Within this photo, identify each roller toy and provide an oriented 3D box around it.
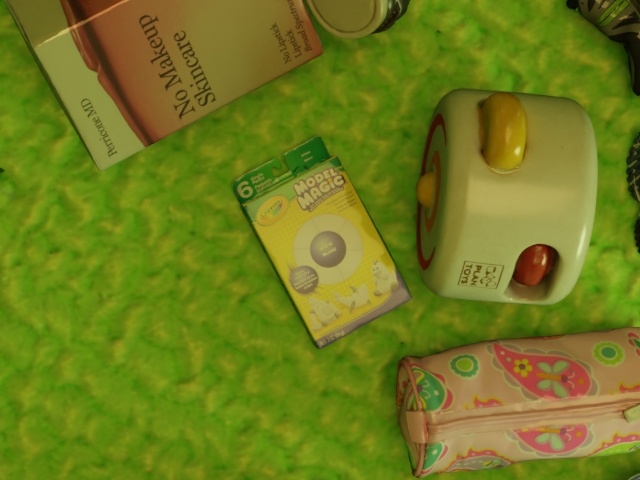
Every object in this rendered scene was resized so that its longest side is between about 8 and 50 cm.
[{"bbox_3d":[0.159,-0.040,1.490,0.146,0.209,0.191,5,96,-6],"label":"roller toy"}]

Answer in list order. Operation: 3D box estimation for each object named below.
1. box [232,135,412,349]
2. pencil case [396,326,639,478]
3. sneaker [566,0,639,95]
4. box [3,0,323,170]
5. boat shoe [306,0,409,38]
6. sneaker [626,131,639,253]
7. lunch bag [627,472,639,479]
[{"bbox_3d":[0.000,0.000,1.552,0.105,0.043,0.179,-29,92,-6],"label":"box"},{"bbox_3d":[0.213,0.149,1.540,0.284,0.124,0.124,-5,91,-6],"label":"pencil case"},{"bbox_3d":[0.279,-0.224,1.577,0.078,0.067,0.188,-21,95,15],"label":"sneaker"},{"bbox_3d":[-0.139,-0.194,1.462,0.232,0.127,0.148,-29,128,-5],"label":"box"},{"bbox_3d":[-0.001,-0.341,1.429,0.112,0.095,0.335,-8,109,35],"label":"boat shoe"},{"bbox_3d":[0.333,-0.046,1.590,0.058,0.052,0.135,-8,99,-16],"label":"sneaker"},{"bbox_3d":[0.381,0.304,1.544,0.219,0.090,0.176,5,50,-8],"label":"lunch bag"}]
